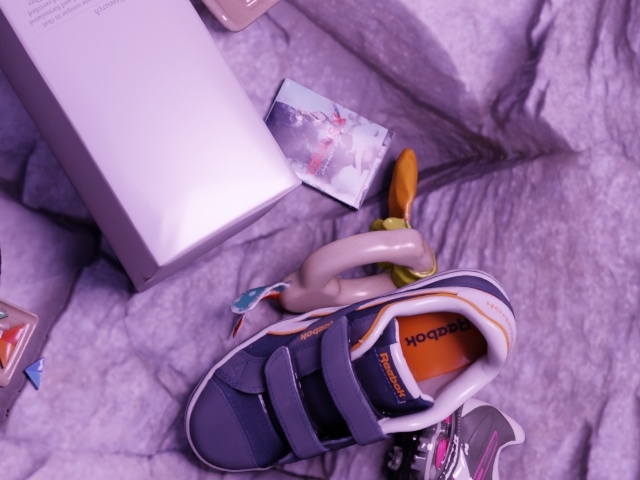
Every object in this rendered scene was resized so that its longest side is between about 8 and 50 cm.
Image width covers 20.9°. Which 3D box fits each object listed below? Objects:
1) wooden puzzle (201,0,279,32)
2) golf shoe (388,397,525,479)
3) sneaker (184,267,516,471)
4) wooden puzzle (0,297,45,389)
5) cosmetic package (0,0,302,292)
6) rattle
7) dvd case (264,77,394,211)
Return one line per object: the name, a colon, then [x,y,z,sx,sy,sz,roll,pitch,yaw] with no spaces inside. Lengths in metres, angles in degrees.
wooden puzzle: [-0.072,-0.346,1.673,0.238,0.044,0.221,-41,91,-18]
golf shoe: [0.112,0.273,1.590,0.120,0.105,0.273,17,80,-16]
sneaker: [0.022,0.121,1.539,0.321,0.127,0.126,-26,102,5]
wooden puzzle: [-0.302,0.087,1.576,0.116,0.014,0.078,19,79,-9]
cosmetic package: [-0.188,-0.151,1.540,0.155,0.197,0.365,-33,91,-15]
rattle: [0.000,0.000,1.616,0.199,0.130,0.143,-15,82,13]
dvd case: [0.001,-0.092,1.662,0.119,0.013,0.087,28,78,-8]
